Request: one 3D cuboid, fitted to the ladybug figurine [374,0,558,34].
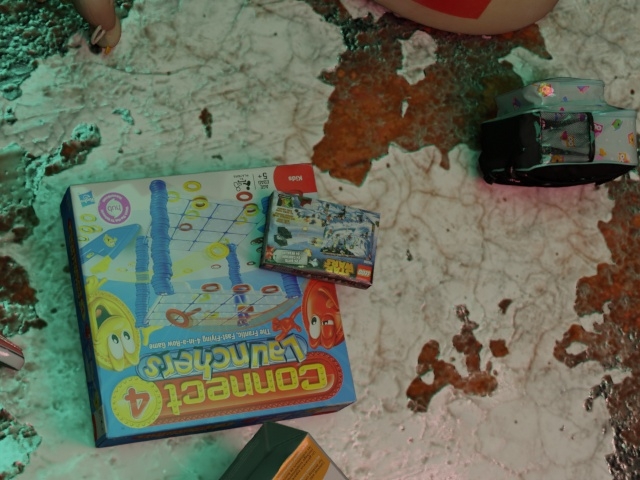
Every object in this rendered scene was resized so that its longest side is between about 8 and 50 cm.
[{"bbox_3d":[0.149,-0.456,1.893,0.449,0.162,0.305,25,70,-9],"label":"ladybug figurine"}]

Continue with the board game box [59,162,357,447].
[{"bbox_3d":[-0.136,0.074,1.698,0.308,0.086,0.302,-7,76,-19],"label":"board game box"}]

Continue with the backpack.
[{"bbox_3d":[0.319,-0.137,1.852,0.188,0.166,0.145,6,83,-18],"label":"backpack"}]

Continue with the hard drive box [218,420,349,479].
[{"bbox_3d":[-0.026,0.350,1.605,0.181,0.089,0.232,-51,119,-22],"label":"hard drive box"}]

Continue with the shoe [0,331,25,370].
[{"bbox_3d":[-0.405,0.076,1.627,0.178,0.063,0.081,29,74,-3],"label":"shoe"}]

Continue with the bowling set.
[{"bbox_3d":[-0.334,-0.390,1.760,0.199,0.154,0.287,6,74,4],"label":"bowling set"}]

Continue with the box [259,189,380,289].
[{"bbox_3d":[0.000,0.000,1.698,0.137,0.027,0.094,12,70,-13],"label":"box"}]
